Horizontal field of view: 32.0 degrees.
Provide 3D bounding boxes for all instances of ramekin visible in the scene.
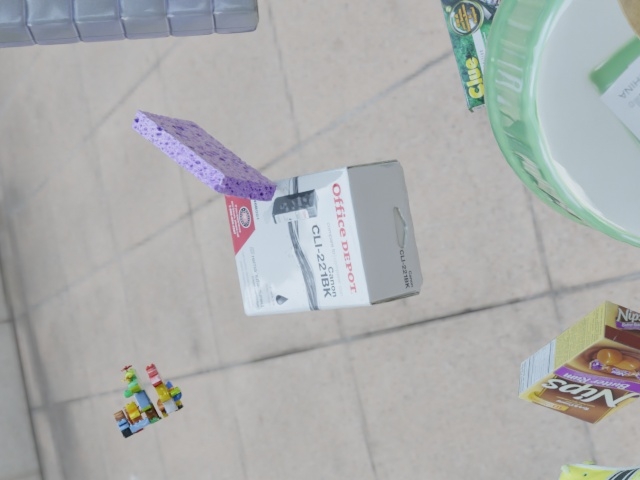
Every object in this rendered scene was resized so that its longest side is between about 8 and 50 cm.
[{"bbox_3d":[0.295,-0.134,0.929,0.148,0.303,0.304,-82,-10,-76],"label":"ramekin"}]

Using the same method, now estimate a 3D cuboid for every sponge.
[{"bbox_3d":[-0.166,-0.121,1.589,0.210,0.117,0.031,37,108,35],"label":"sponge"}]

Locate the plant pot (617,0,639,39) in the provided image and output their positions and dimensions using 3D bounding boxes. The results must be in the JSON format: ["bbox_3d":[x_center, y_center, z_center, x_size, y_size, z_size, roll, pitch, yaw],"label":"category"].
[{"bbox_3d":[0.276,-0.120,0.614,0.032,0.236,0.236,-57,27,-11],"label":"plant pot"}]

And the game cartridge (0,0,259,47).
[{"bbox_3d":[-0.179,-0.340,0.936,0.068,0.230,0.355,84,-179,-79],"label":"game cartridge"}]

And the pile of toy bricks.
[{"bbox_3d":[-0.293,0.250,1.820,0.105,0.118,0.212,62,173,6],"label":"pile of toy bricks"}]

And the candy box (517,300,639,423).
[{"bbox_3d":[0.319,0.144,1.275,0.187,0.109,0.053,128,159,-56],"label":"candy box"}]

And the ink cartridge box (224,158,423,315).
[{"bbox_3d":[0.000,0.000,1.625,0.272,0.114,0.197,-9,92,45],"label":"ink cartridge box"}]

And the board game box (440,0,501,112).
[{"bbox_3d":[0.244,-0.323,1.583,0.030,0.136,0.260,27,-130,-70],"label":"board game box"}]

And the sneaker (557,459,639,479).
[{"bbox_3d":[0.248,0.304,1.074,0.147,0.384,0.145,64,-178,30],"label":"sneaker"}]
